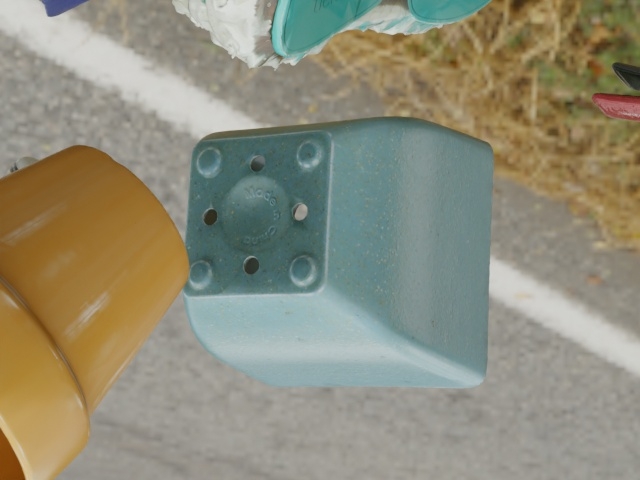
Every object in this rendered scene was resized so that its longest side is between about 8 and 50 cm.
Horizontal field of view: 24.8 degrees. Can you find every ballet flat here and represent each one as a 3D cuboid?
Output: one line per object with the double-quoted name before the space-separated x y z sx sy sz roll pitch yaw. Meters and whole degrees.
"ballet flat" 0.016 -0.224 1.077 0.147 0.147 0.409 -8 -171 32

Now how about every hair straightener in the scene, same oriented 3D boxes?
"hair straightener" 0.371 -0.154 1.414 0.047 0.089 0.230 40 164 -32

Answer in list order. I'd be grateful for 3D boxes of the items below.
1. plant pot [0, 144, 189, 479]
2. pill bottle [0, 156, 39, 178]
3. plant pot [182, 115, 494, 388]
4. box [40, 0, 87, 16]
"plant pot" -0.197 0.039 0.982 0.205 0.188 0.205 34 149 24
"pill bottle" -0.314 0.014 1.429 0.103 0.184 0.103 43 -175 -5
"plant pot" 0.000 0.000 1.362 0.248 0.247 0.252 -3 167 27
"box" -0.138 -0.223 0.950 0.136 0.036 0.225 -29 172 -10
